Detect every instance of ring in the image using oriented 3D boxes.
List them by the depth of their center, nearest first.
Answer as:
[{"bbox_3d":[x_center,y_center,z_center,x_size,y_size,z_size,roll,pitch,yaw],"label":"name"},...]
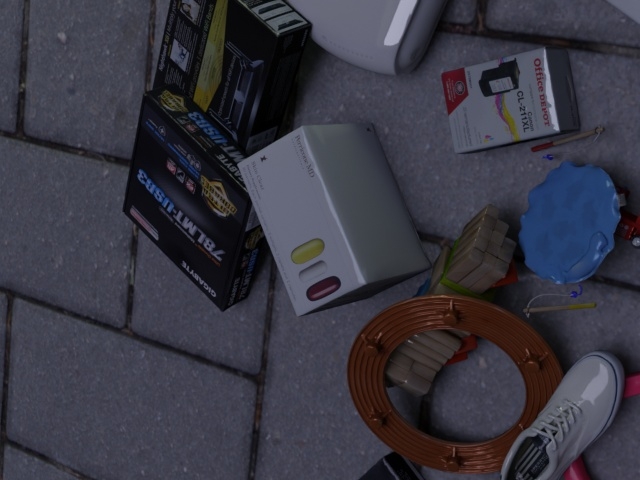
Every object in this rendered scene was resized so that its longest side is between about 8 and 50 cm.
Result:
[{"bbox_3d":[0.201,0.229,1.764,0.337,0.032,0.336,8,123,13],"label":"ring"}]

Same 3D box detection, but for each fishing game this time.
[{"bbox_3d":[0.360,-0.026,1.657,0.189,0.041,0.264,-17,65,52],"label":"fishing game"}]

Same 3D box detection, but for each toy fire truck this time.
[{"bbox_3d":[0.476,-0.048,1.616,0.192,0.047,0.135,30,112,29],"label":"toy fire truck"}]

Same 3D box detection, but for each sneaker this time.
[{"bbox_3d":[0.347,0.272,1.667,0.094,0.091,0.258,38,115,28],"label":"sneaker"}]

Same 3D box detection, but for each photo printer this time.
[{"bbox_3d":[0.087,-0.423,1.796,0.256,0.107,0.307,35,115,26],"label":"photo printer"}]

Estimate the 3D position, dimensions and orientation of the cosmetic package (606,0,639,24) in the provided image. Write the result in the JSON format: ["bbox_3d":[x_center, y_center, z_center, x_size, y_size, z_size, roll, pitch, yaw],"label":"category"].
[{"bbox_3d":[0.456,-0.350,1.567,0.231,0.085,0.117,45,119,23],"label":"cosmetic package"}]

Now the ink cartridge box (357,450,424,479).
[{"bbox_3d":[0.070,0.515,1.970,0.165,0.065,0.332,50,122,18],"label":"ink cartridge box"}]

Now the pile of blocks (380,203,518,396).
[{"bbox_3d":[0.208,0.108,1.801,0.113,0.149,0.362,29,124,-7],"label":"pile of blocks"}]

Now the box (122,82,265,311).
[{"bbox_3d":[-0.216,-0.072,2.024,0.295,0.073,0.293,44,138,23],"label":"box"}]

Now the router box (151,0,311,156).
[{"bbox_3d":[-0.157,-0.298,1.942,0.243,0.081,0.308,44,138,22],"label":"router box"}]

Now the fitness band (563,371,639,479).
[{"bbox_3d":[0.478,0.291,1.664,0.291,0.054,0.209,-22,81,34],"label":"fitness band"}]

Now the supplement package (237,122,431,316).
[{"bbox_3d":[0.024,-0.038,1.835,0.145,0.204,0.261,-28,80,34],"label":"supplement package"}]

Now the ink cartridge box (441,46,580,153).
[{"bbox_3d":[0.279,-0.206,1.715,0.175,0.072,0.127,-10,90,36],"label":"ink cartridge box"}]
